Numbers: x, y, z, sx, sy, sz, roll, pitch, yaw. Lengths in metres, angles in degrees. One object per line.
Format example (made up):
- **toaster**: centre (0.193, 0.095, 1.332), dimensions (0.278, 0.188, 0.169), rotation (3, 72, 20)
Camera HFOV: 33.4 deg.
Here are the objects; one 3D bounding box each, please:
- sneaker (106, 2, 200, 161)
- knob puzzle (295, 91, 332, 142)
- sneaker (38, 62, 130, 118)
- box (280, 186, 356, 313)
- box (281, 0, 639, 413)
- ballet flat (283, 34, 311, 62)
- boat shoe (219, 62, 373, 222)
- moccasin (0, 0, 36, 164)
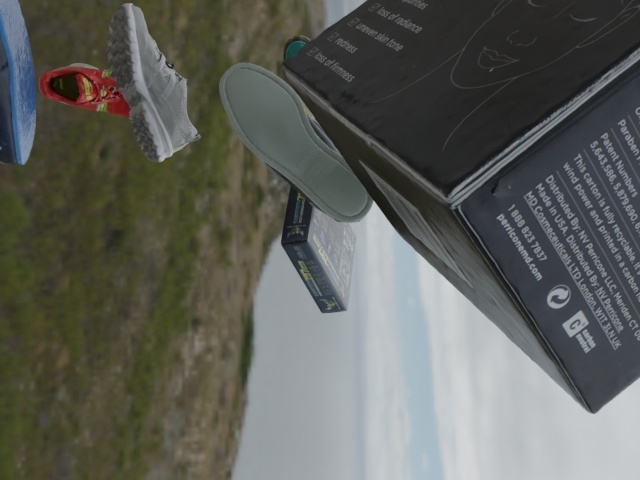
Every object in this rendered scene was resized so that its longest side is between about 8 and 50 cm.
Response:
- **sneaker**: centre (-0.298, -0.288, 1.907), dimensions (0.105, 0.115, 0.281), rotation (13, -59, 54)
- **knob puzzle**: centre (0.021, -0.221, 2.043), dimensions (0.030, 0.213, 0.213), rotation (-48, -151, 39)
- **sneaker**: centre (-0.413, -0.282, 2.039), dimensions (0.118, 0.279, 0.107), rotation (-25, 118, -67)
- **box**: centre (0.000, 0.000, 2.021), dimensions (0.232, 0.059, 0.183), rotation (60, 29, -47)
- **box**: centre (0.282, -0.162, 1.106), dimensions (0.297, 0.472, 0.480), rotation (52, -1, -29)
- **ballet flat**: centre (-0.005, -0.265, 1.754), dimensions (0.067, 0.073, 0.206), rotation (-79, 153, -43)
- **boat shoe**: centre (-0.042, -0.142, 1.633), dimensions (0.302, 0.114, 0.091), rotation (51, -4, -2)
- **moccasin**: centre (-0.450, -0.252, 1.399), dimensions (0.138, 0.117, 0.342), rotation (-93, -177, -52)
